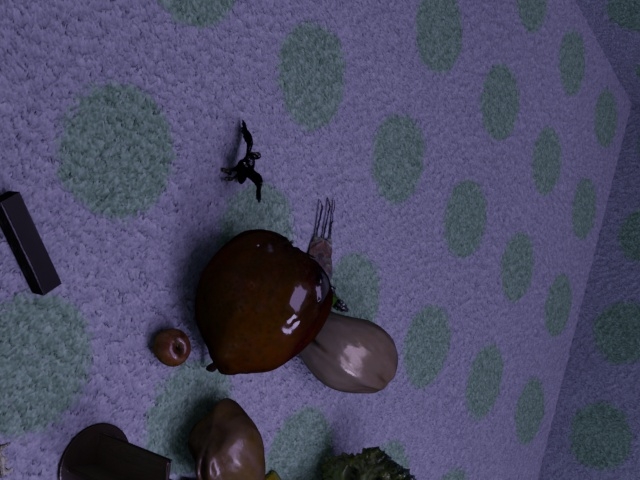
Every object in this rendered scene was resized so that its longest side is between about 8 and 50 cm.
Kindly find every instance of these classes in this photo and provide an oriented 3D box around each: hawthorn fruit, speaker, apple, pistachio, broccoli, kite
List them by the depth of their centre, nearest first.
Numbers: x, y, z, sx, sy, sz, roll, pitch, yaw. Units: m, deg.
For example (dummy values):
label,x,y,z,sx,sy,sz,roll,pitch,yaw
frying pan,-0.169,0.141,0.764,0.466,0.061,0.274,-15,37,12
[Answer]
label,x,y,z,sx,sy,sz,roll,pitch,yaw
speaker,-0.528,0.006,1.430,0.046,0.040,0.191,-41,124,-42
apple,-0.317,0.227,1.692,0.084,0.071,0.083,4,84,-48
hawthorn fruit,-0.133,0.133,1.733,0.324,0.308,0.308,-50,131,-23
pistachio,-0.197,0.487,1.805,0.260,0.163,0.212,69,33,-43
broccoli,0.056,0.688,2.053,0.353,0.397,0.274,94,-25,-72
pistachio,0.065,0.283,2.064,0.332,0.208,0.226,28,29,-34
kite,0.002,0.000,2.083,0.127,0.016,0.229,4,93,-53

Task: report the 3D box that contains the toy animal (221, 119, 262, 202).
label,x,y,z,sx,sy,sz,roll,pitch,yaw
toy animal,-0.168,-0.167,1.789,0.062,0.108,0.220,15,49,-46

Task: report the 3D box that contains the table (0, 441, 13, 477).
label,x,y,z,sx,sy,sz,roll,pitch,yaw
table,-0.591,0.380,1.378,0.083,0.079,0.062,-17,110,-50

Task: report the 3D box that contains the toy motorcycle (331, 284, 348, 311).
label,x,y,z,sx,sy,sz,roll,pitch,yaw
toy motorcycle,-0.004,0.128,2.027,0.190,0.106,0.074,34,93,-43

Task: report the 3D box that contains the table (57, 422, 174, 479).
label,x,y,z,sx,sy,sz,roll,pitch,yaw
table,-0.370,0.461,1.538,0.167,0.227,0.167,-9,102,-50

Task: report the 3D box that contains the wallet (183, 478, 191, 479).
label,x,y,z,sx,sy,sz,roll,pitch,yaw
wallet,-0.248,0.658,1.828,0.245,0.052,0.168,32,65,-36

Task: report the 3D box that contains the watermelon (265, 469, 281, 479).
label,x,y,z,sx,sy,sz,roll,pitch,yaw
watermelon,-0.141,0.664,1.959,0.181,0.075,0.091,-36,118,-40
